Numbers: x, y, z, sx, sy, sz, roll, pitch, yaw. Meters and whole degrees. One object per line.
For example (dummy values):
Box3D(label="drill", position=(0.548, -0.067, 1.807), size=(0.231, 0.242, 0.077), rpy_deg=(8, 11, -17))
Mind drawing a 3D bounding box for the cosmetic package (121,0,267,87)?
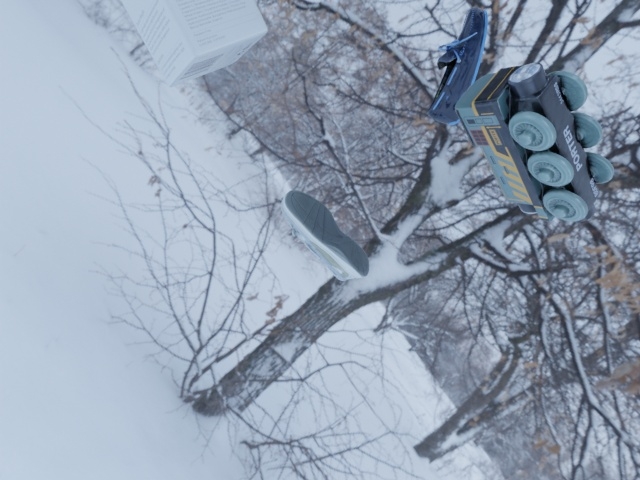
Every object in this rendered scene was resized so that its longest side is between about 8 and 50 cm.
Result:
Box3D(label="cosmetic package", position=(-0.217, -0.387, 0.738), size=(0.151, 0.151, 0.184), rpy_deg=(-3, -62, 55))

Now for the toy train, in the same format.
Box3D(label="toy train", position=(0.384, -0.165, 0.798), size=(0.334, 0.142, 0.190), rpy_deg=(48, -14, -31))

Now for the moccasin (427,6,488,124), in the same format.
Box3D(label="moccasin", position=(0.403, -0.523, 1.311), size=(0.116, 0.342, 0.138), rpy_deg=(13, 0, 1))

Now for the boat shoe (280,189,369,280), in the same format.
Box3D(label="boat shoe", position=(0.001, -0.001, 1.175), size=(0.320, 0.103, 0.118), rpy_deg=(42, 42, -28))
